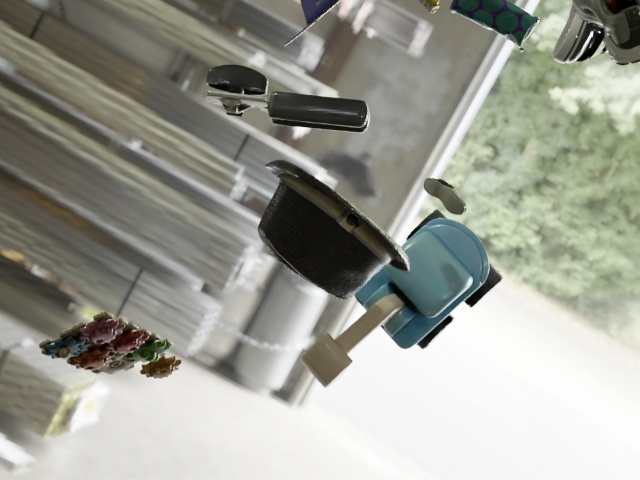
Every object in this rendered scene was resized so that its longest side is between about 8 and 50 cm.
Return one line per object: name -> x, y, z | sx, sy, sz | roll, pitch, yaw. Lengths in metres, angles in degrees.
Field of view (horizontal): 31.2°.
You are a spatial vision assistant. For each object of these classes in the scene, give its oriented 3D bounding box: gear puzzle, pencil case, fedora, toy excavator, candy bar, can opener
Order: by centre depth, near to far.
can opener -> -0.056, -0.243, 1.912 | 0.283, 0.095, 0.076 | 6, -9, 7
pencil case -> 0.305, -0.396, 2.012 | 0.152, 0.064, 0.070 | 30, -10, 8
fedora -> 0.000, 0.000, 2.125 | 0.334, 0.152, 0.334 | 37, -5, 3
gear puzzle -> -0.389, 0.232, 2.244 | 0.339, 0.175, 0.044 | 36, 32, -58
candy bar -> 0.181, -0.519, 2.302 | 0.161, 0.018, 0.040 | 48, -26, 10
toy excavator -> 0.162, 0.125, 2.418 | 0.222, 0.433, 0.445 | 49, 4, 10

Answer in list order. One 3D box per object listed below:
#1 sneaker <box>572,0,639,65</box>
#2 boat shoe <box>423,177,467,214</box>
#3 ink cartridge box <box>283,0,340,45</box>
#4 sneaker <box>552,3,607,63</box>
sneaker -> 0.490, -0.404, 1.914 | 0.271, 0.100, 0.108 | -106, 175, -51
boat shoe -> 0.262, -0.091, 2.339 | 0.038, 0.046, 0.125 | -5, 29, -37
ink cartridge box -> 0.078, -0.481, 1.953 | 0.069, 0.371, 0.176 | 48, -17, -10
sneaker -> 0.576, -0.450, 2.375 | 0.127, 0.126, 0.321 | 29, 43, 2
